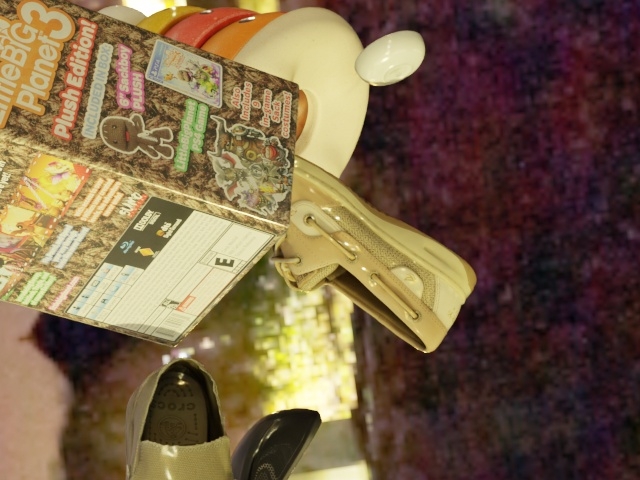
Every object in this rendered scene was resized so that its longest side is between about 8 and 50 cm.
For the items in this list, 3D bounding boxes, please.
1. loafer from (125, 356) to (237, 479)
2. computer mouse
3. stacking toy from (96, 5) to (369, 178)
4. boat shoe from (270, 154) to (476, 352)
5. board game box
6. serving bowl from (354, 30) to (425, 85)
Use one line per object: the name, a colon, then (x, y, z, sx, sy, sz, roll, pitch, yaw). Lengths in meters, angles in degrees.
loafer: (-0.121, 0.210, 1.148, 0.092, 0.102, 0.268, 107, 155, -45)
computer mouse: (-0.086, 0.287, 1.587, 0.272, 0.072, 0.188, -55, -3, -43)
stacking toy: (-0.199, -0.248, 2.071, 0.480, 0.351, 0.350, 28, 138, 31)
boat shoe: (0.000, 0.000, 1.477, 0.110, 0.341, 0.121, -59, -6, -17)
board game box: (-0.198, -0.055, 1.080, 0.232, 0.291, 0.141, -44, 35, 49)
serving bowl: (0.081, -0.197, 1.506, 0.083, 0.083, 0.027, 98, 151, -66)
